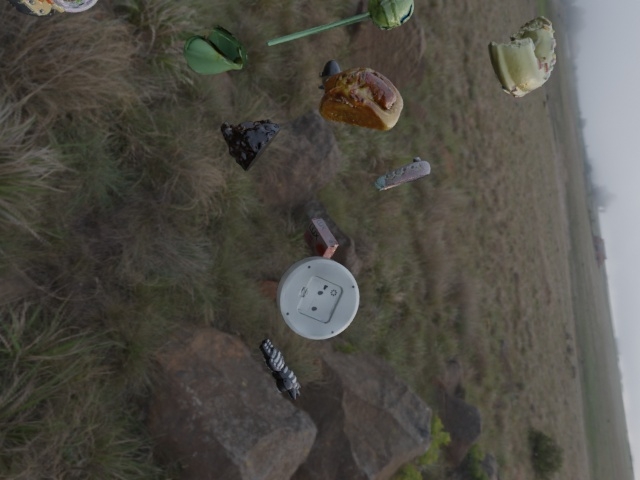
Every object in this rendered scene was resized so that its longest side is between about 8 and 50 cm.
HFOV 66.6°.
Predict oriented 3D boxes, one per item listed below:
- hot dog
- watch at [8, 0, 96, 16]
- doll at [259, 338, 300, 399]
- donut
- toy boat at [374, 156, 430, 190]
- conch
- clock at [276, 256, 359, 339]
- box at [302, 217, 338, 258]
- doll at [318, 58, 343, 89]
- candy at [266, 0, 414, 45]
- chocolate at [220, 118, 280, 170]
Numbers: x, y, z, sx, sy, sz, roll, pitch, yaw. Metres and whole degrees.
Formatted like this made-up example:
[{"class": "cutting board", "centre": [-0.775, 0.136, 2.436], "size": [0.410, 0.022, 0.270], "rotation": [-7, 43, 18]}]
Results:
[{"class": "hot dog", "centre": [0.111, -0.427, 1.451], "size": [0.150, 0.257, 0.153], "rotation": [-62, 155, -22]}, {"class": "watch", "centre": [-0.725, -0.734, 1.282], "size": [0.231, 0.244, 0.196], "rotation": [68, 12, 11]}, {"class": "doll", "centre": [-0.132, 0.419, 1.574], "size": [0.219, 0.067, 0.091], "rotation": [58, 13, -9]}, {"class": "donut", "centre": [0.339, -0.295, 0.799], "size": [0.166, 0.065, 0.108], "rotation": [-39, 116, -40]}, {"class": "toy boat", "centre": [0.322, -0.270, 1.936], "size": [0.155, 0.228, 0.084], "rotation": [51, 22, -87]}, {"class": "conch", "centre": [-0.354, -0.650, 1.665], "size": [0.137, 0.251, 0.143], "rotation": [51, 52, -39]}, {"class": "clock", "centre": [-0.008, 0.161, 1.385], "size": [0.083, 0.231, 0.230], "rotation": [-168, -113, -77]}, {"class": "box", "centre": [0.000, 0.000, 1.955], "size": [0.060, 0.111, 0.156], "rotation": [-13, 57, -36]}, {"class": "doll", "centre": [0.042, -0.553, 1.719], "size": [0.089, 0.102, 0.179], "rotation": [138, -48, -83]}, {"class": "candy", "centre": [0.037, -0.480, 1.077], "size": [0.093, 0.336, 0.092], "rotation": [-85, 159, -50]}, {"class": "chocolate", "centre": [-0.275, -0.388, 1.785], "size": [0.177, 0.206, 0.224], "rotation": [39, 3, -10]}]
